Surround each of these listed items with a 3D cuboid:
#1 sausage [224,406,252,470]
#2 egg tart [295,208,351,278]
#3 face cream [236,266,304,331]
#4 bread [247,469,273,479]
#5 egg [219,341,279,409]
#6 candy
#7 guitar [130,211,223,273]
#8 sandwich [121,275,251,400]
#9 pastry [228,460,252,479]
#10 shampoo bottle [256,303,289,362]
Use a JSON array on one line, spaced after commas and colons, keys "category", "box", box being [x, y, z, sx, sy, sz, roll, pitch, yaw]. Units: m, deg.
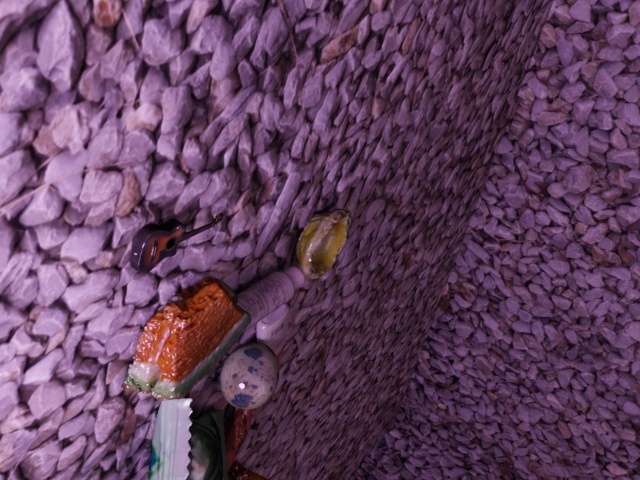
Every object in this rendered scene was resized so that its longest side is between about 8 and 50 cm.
[{"category": "sausage", "box": [-0.245, 0.543, 2.063, 0.078, 0.078, 0.304, -14, 132, -62]}, {"category": "egg tart", "box": [0.000, 0.000, 1.857, 0.197, 0.078, 0.197, -52, 158, -32]}, {"category": "face cream", "box": [-0.131, 0.132, 1.749, 0.269, 0.082, 0.082, -30, 145, -51]}, {"category": "bread", "box": [-0.240, 0.845, 2.396, 0.268, 0.145, 0.268, -52, 161, -26]}, {"category": "egg", "box": [-0.170, 0.324, 1.844, 0.182, 0.141, 0.141, -66, 170, -45]}, {"category": "candy", "box": [-0.285, 0.516, 1.782, 0.398, 0.171, 0.263, 44, 47, -67]}, {"category": "guitar", "box": [-0.249, -0.011, 1.361, 0.233, 0.025, 0.088, -31, 146, -53]}, {"category": "sandwich", "box": [-0.249, 0.177, 1.501, 0.292, 0.109, 0.212, -36, 150, -45]}, {"category": "pastry", "box": [-0.291, 0.716, 2.158, 0.208, 0.097, 0.115, -44, 156, -30]}, {"category": "shampoo bottle", "box": [-0.124, 0.252, 1.968, 0.108, 0.051, 0.221, -46, 156, -33]}]
